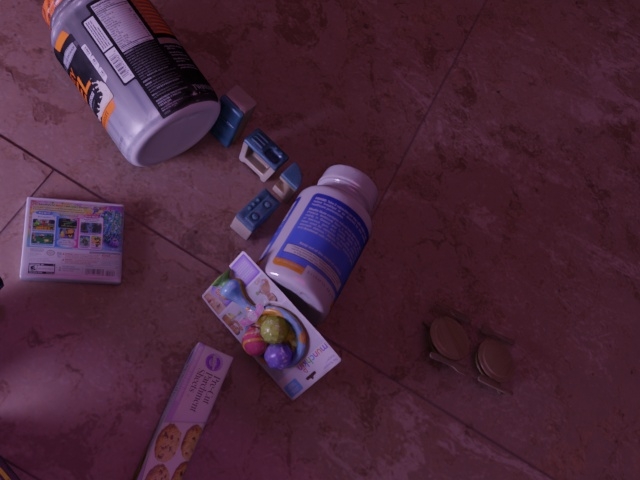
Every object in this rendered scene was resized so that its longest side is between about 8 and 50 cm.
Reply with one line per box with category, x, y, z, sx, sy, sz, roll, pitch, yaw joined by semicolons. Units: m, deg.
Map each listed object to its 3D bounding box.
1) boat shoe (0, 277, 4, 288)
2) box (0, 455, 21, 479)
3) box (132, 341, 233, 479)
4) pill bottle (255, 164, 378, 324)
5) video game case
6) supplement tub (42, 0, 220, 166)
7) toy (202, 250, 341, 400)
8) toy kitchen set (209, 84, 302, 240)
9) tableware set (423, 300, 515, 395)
boat shoe;-0.559;0.148;1.081;0.258;0.109;0.089;-42;94;-14
box;-0.488;0.406;1.004;0.270;0.060;0.216;48;59;4
box;-0.227;0.315;1.142;0.067;0.063;0.324;28;60;-9
pill bottle;0.000;0.000;1.319;0.152;0.152;0.272;33;60;-4
video game case;-0.407;0.001;1.238;0.157;0.019;0.143;4;66;-19
supplement tub;-0.333;-0.304;1.301;0.193;0.193;0.316;-31;80;-29
toy;-0.095;0.149;1.222;0.237;0.137;0.056;50;33;7
toy kitchen set;-0.143;-0.137;1.341;0.207;0.122;0.166;43;60;2
tableware set;0.278;0.210;1.401;0.194;0.039;0.128;27;49;-15
